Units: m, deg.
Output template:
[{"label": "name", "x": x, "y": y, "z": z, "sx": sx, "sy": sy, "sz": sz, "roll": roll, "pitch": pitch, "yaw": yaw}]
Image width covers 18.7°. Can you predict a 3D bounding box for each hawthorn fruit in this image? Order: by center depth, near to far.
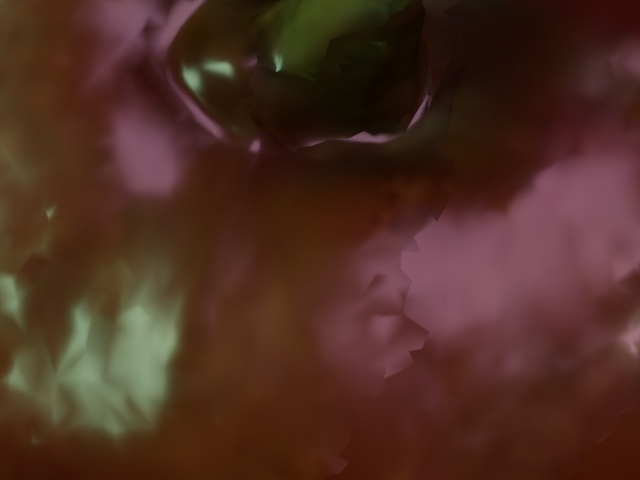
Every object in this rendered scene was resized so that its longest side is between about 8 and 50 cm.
[{"label": "hawthorn fruit", "x": 0.000, "y": 0.000, "z": 0.562, "sx": 0.402, "sy": 0.403, "sz": 0.403, "roll": 8, "pitch": 70, "yaw": -23}]
